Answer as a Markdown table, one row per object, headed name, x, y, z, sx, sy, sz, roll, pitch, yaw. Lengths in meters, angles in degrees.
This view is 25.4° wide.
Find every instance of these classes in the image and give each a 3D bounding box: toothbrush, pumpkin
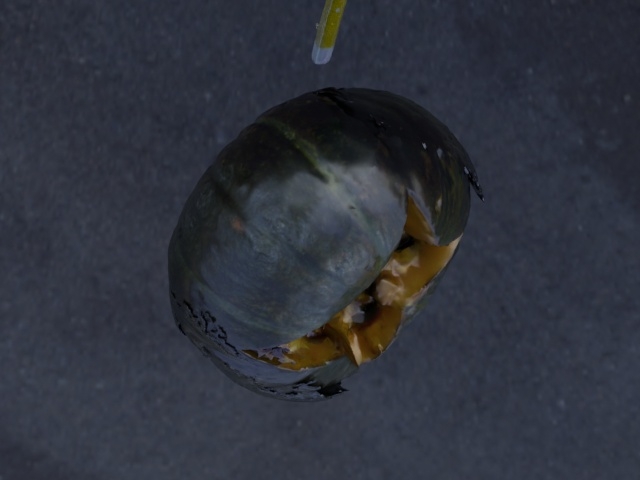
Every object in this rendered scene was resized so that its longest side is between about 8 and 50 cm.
| name | x | y | z | sx | sy | sz | roll | pitch | yaw |
| --- | --- | --- | --- | --- | --- | --- | --- | --- | --- |
| toothbrush | 0.022 | -0.240 | 1.236 | 0.021 | 0.024 | 0.288 | -9 | 155 | -15 |
| pumpkin | 0.000 | 0.000 | 1.310 | 0.320 | 0.192 | 0.320 | -39 | 157 | -21 |
